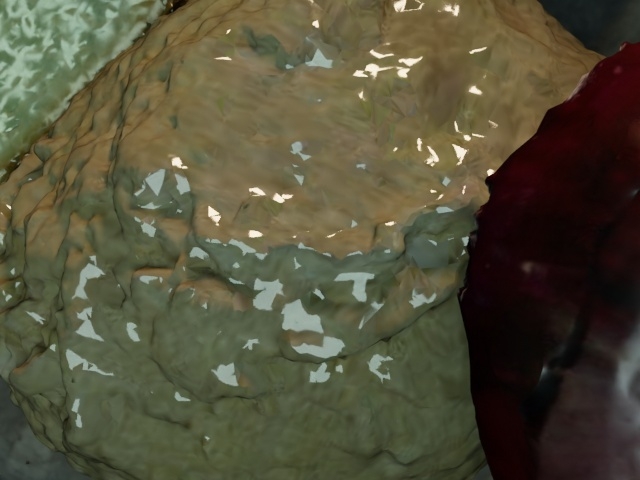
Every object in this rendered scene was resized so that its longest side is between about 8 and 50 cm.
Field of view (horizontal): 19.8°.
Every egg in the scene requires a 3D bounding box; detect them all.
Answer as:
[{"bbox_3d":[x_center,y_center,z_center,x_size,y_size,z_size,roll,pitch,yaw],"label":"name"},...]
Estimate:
[{"bbox_3d":[0.000,0.000,0.835,0.310,0.279,0.279,-35,94,-10],"label":"egg"}]

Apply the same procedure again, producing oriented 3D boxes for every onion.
[{"bbox_3d":[0.169,0.044,0.698,0.252,0.219,0.252,0,91,-7],"label":"onion"}]

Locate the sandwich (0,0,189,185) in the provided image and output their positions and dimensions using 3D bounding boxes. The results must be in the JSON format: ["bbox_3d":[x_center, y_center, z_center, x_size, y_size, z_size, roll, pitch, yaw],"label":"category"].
[{"bbox_3d":[-0.245,-0.133,0.931,0.301,0.099,0.271,45,107,-5],"label":"sandwich"}]
